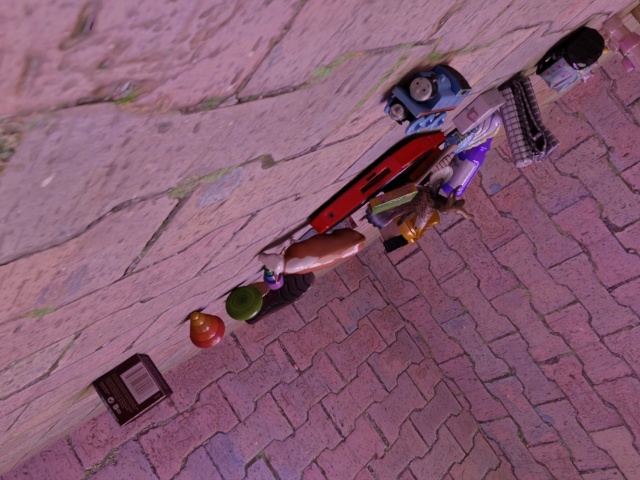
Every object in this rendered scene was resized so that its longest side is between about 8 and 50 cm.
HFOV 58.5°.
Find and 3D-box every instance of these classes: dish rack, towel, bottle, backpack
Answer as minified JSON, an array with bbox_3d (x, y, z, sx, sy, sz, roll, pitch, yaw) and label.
[{"bbox_3d":[0.394,-0.247,2.106,0.272,0.074,0.208,-31,173,-36],"label":"dish rack"},{"bbox_3d":[0.614,-0.346,1.704,0.121,0.234,0.284,-16,178,18],"label":"towel"},{"bbox_3d":[0.545,-0.300,2.110,0.282,0.092,0.118,-61,-161,26],"label":"bottle"},{"bbox_3d":[0.704,-0.502,1.627,0.152,0.115,0.182,-36,177,-17],"label":"backpack"}]

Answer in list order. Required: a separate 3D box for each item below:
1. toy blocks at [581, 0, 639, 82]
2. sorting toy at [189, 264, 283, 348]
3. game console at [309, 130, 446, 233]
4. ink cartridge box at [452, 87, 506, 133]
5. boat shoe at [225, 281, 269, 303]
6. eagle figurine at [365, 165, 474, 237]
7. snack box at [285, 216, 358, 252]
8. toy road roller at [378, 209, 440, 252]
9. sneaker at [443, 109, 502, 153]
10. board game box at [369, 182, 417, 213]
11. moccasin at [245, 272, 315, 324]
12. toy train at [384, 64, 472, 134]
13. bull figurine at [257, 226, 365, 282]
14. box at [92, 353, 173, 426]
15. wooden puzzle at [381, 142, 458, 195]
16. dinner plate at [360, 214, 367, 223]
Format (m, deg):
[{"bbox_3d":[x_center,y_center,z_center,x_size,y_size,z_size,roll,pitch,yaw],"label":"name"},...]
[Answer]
[{"bbox_3d":[1.006,-0.594,1.865,0.309,0.260,0.289,-38,174,25],"label":"toy blocks"},{"bbox_3d":[-0.283,0.191,1.841,0.366,0.127,0.126,-37,145,-12],"label":"sorting toy"},{"bbox_3d":[0.162,-0.168,1.606,0.387,0.060,0.342,-38,179,29],"label":"game console"},{"bbox_3d":[0.439,-0.359,1.584,0.089,0.052,0.122,-31,174,-40],"label":"ink cartridge box"},{"bbox_3d":[-0.263,0.198,2.062,0.170,0.063,0.059,-25,175,-6],"label":"boat shoe"},{"bbox_3d":[0.327,-0.118,1.938,0.298,0.226,0.225,9,-129,45],"label":"eagle figurine"},{"bbox_3d":[0.000,0.000,1.891,0.207,0.070,0.174,-26,170,-48],"label":"snack box"},{"bbox_3d":[0.362,-0.095,2.289,0.241,0.202,0.329,-24,180,25],"label":"toy road roller"},{"bbox_3d":[0.468,-0.329,1.796,0.126,0.091,0.240,-32,174,-20],"label":"sneaker"},{"bbox_3d":[0.196,-0.112,1.569,0.124,0.039,0.259,-21,180,4],"label":"board game box"},{"bbox_3d":[-0.174,0.240,2.491,0.380,0.139,0.147,-40,179,22],"label":"moccasin"},{"bbox_3d":[0.183,-0.245,0.983,0.184,0.080,0.105,-23,158,-53],"label":"toy train"},{"bbox_3d":[-0.026,0.033,1.639,0.311,0.101,0.188,-13,-168,-8],"label":"bull figurine"},{"bbox_3d":[-0.610,0.488,1.880,0.167,0.168,0.203,-35,173,-13],"label":"box"},{"bbox_3d":[0.285,-0.208,1.759,0.239,0.044,0.221,-40,-174,-26],"label":"wooden puzzle"},{"bbox_3d":[0.225,-0.116,2.471,0.141,0.017,0.141,-36,174,-4],"label":"dinner plate"}]
